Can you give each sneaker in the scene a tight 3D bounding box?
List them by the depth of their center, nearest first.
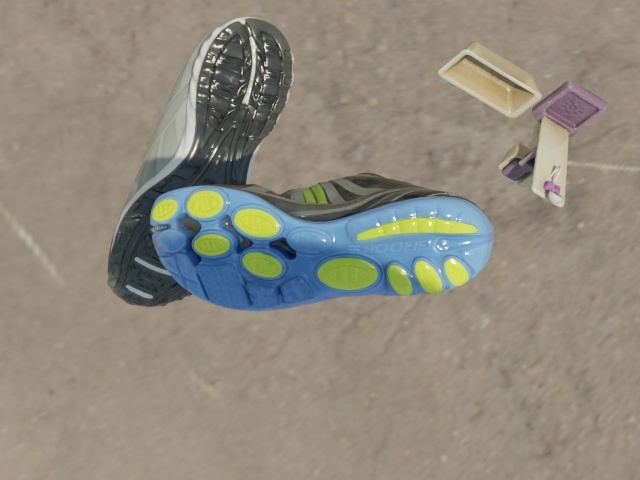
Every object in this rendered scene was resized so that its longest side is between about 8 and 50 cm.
[{"bbox_3d":[0.000,0.000,0.870,0.188,0.078,0.067,0,99,11],"label":"sneaker"},{"bbox_3d":[-0.106,-0.067,1.405,0.100,0.108,0.272,24,96,-20],"label":"sneaker"}]

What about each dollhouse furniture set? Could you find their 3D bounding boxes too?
[{"bbox_3d":[0.116,-0.065,1.064,0.114,0.081,0.091,28,141,-21],"label":"dollhouse furniture set"}]
